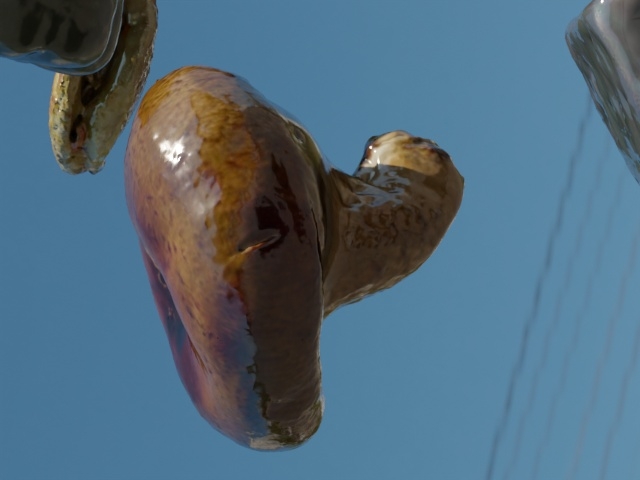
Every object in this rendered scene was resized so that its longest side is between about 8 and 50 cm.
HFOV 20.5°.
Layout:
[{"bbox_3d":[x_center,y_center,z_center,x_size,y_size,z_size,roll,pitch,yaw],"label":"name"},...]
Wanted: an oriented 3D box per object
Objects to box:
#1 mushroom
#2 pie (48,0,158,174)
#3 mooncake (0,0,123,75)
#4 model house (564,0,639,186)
[{"bbox_3d":[-0.034,-0.001,1.239,0.254,0.267,0.267,-37,-33,10],"label":"mushroom"},{"bbox_3d":[-0.206,-0.161,1.673,0.179,0.084,0.205,-133,60,-79],"label":"pie"},{"bbox_3d":[-0.237,-0.190,1.378,0.175,0.168,0.104,9,-84,-24],"label":"mooncake"},{"bbox_3d":[0.158,-0.203,0.640,0.301,0.271,0.190,56,-174,0],"label":"model house"}]
